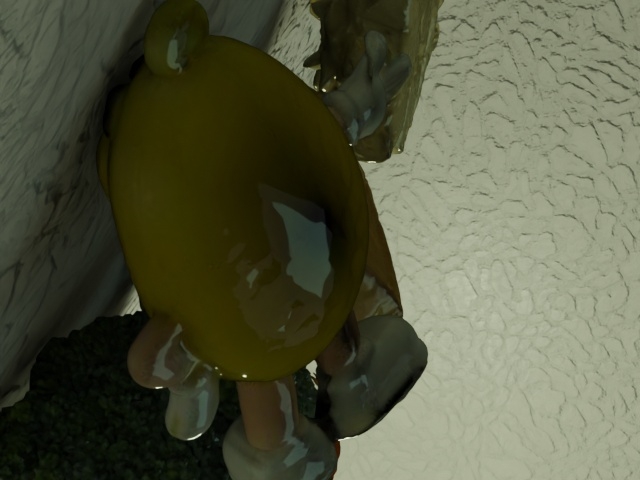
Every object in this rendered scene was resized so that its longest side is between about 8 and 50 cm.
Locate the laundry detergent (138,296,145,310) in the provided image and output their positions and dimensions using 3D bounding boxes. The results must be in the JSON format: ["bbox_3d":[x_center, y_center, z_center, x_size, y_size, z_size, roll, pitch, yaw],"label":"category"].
[{"bbox_3d":[-0.138,-0.004,1.463,0.181,0.091,0.253,-56,179,-21],"label":"laundry detergent"}]

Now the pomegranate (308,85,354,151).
[{"bbox_3d":[-0.060,-0.065,1.155,0.196,0.196,0.196,-59,180,-1],"label":"pomegranate"}]

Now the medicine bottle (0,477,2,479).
[{"bbox_3d":[-0.283,0.269,0.750,0.341,0.130,0.130,-60,179,29],"label":"medicine bottle"}]

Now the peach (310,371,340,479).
[{"bbox_3d":[-0.159,0.253,1.543,0.372,0.290,0.372,-29,-170,5],"label":"peach"}]

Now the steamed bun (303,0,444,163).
[{"bbox_3d":[0.057,-0.232,1.494,0.292,0.137,0.296,73,35,-74],"label":"steamed bun"}]

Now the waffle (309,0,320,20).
[{"bbox_3d":[0.016,-0.328,1.578,0.098,0.023,0.153,-63,178,-6],"label":"waffle"}]

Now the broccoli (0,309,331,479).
[{"bbox_3d":[-0.144,0.228,1.199,0.375,0.249,0.302,-19,130,-46],"label":"broccoli"}]

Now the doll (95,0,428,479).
[{"bbox_3d":[-0.024,0.014,0.997,0.348,0.161,0.423,-24,121,-53],"label":"doll"}]

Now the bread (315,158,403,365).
[{"bbox_3d":[0.000,0.000,1.322,0.119,0.152,0.288,-32,-145,15],"label":"bread"}]
